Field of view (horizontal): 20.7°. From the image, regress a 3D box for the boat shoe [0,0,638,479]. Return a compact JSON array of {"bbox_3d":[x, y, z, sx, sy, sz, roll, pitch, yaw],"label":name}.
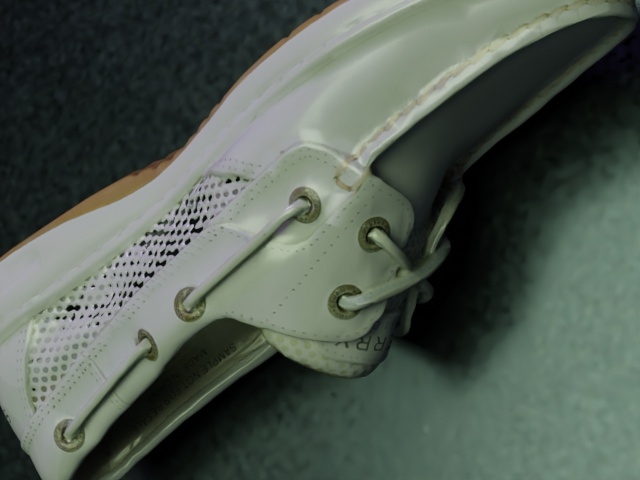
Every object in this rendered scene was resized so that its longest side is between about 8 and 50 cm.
[{"bbox_3d":[0.000,0.000,0.573,0.277,0.098,0.096,-35,70,29],"label":"boat shoe"}]
